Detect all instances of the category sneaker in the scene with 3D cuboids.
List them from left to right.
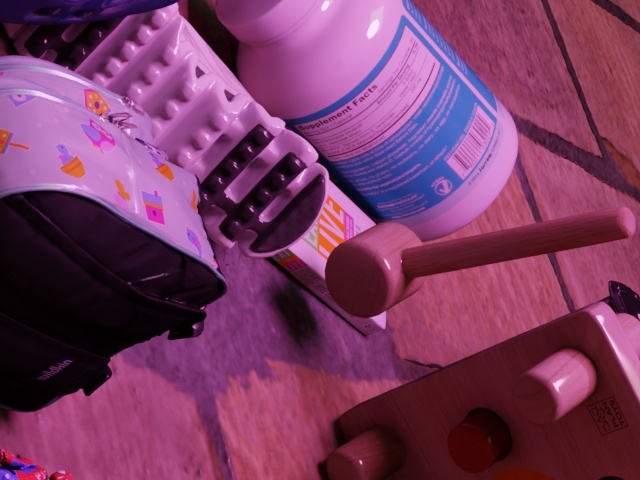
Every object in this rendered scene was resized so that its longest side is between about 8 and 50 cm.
[{"bbox_3d":[-0.116,-0.113,1.289,0.292,0.110,0.118,50,3,-16],"label":"sneaker"}]

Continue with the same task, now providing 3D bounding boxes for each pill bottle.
[{"bbox_3d":[0.032,-0.125,1.518,0.264,0.146,0.146,44,30,-36],"label":"pill bottle"}]

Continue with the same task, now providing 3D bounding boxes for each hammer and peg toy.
[{"bbox_3d":[0.132,0.144,1.304,0.127,0.266,0.361,-25,89,-48],"label":"hammer and peg toy"}]

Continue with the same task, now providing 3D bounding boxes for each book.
[{"bbox_3d":[0.000,0.000,1.471,0.144,0.035,0.096,40,36,-43],"label":"book"}]

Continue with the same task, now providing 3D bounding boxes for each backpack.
[{"bbox_3d":[-0.160,-0.009,0.989,0.188,0.166,0.144,26,41,-59],"label":"backpack"}]

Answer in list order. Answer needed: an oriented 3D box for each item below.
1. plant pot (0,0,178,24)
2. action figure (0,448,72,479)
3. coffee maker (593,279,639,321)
[{"bbox_3d":[-0.181,-0.250,1.080,0.212,0.236,0.236,-22,81,-27],"label":"plant pot"},{"bbox_3d":[-0.167,0.130,1.005,0.115,0.030,0.038,7,54,-64],"label":"action figure"},{"bbox_3d":[0.193,0.140,1.525,0.120,0.178,0.171,48,25,-24],"label":"coffee maker"}]
